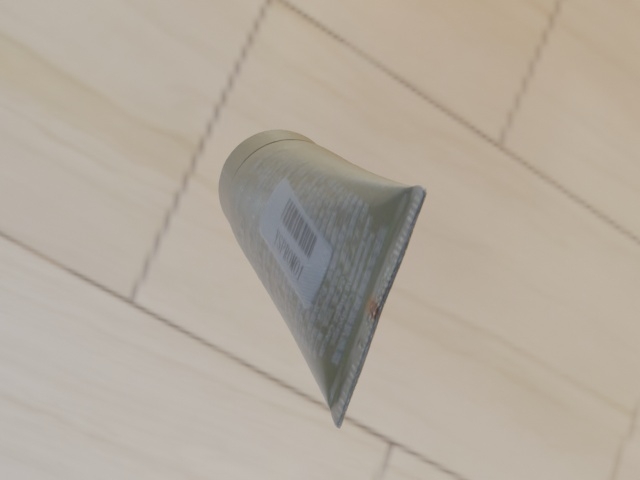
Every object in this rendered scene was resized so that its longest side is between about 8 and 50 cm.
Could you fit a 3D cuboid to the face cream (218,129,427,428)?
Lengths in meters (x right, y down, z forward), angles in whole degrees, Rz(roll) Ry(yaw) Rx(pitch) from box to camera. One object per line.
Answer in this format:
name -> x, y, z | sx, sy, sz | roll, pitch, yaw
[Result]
face cream -> 0.000, 0.000, 1.210 | 0.084, 0.341, 0.137 | 19, 98, -15
